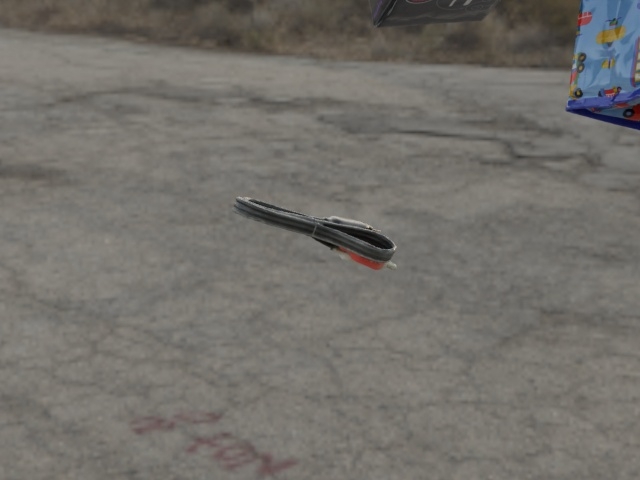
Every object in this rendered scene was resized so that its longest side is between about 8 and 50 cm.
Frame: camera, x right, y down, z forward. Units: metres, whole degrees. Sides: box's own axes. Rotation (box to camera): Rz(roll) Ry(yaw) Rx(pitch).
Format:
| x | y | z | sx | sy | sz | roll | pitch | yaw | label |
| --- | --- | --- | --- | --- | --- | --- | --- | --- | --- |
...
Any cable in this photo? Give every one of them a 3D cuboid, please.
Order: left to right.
| x | y | z | sx | sy | sz | roll | pitch | yaw | label |
| --- | --- | --- | --- | --- | --- | --- | --- | --- | --- |
| 0.000 | 0.000 | 1.689 | 0.287 | 0.072 | 0.139 | 9 | 18 | -35 | cable |

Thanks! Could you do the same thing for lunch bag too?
| x | y | z | sx | sy | sz | roll | pitch | yaw | label |
| --- | --- | --- | --- | --- | --- | --- | --- | --- | --- |
| 0.441 | -0.227 | 1.241 | 0.293 | 0.221 | 0.138 | 11 | -6 | -29 | lunch bag |

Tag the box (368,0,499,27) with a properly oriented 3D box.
| x | y | z | sx | sy | sz | roll | pitch | yaw | label |
| --- | --- | --- | --- | --- | --- | --- | --- | --- | --- |
| 0.138 | -0.430 | 1.416 | 0.165 | 0.270 | 0.143 | -7 | -11 | -15 | box |
